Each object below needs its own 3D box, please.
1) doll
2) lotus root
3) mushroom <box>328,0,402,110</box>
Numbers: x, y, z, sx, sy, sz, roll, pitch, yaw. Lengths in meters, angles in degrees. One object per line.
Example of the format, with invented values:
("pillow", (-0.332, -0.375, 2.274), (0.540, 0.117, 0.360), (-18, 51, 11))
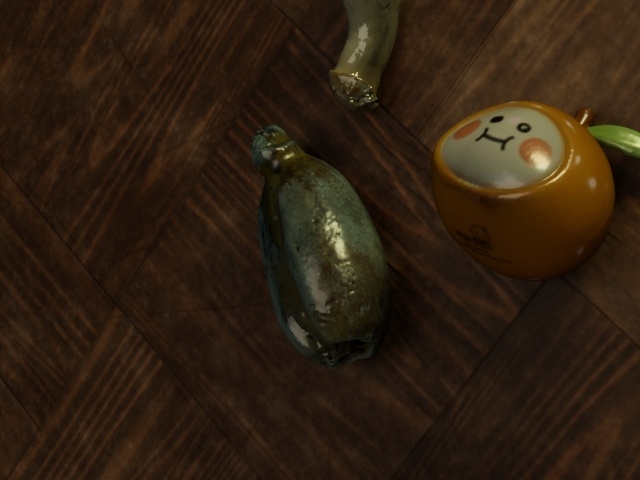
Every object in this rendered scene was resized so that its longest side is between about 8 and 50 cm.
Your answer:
("doll", (0.248, -0.072, 1.582), (0.213, 0.213, 0.236), (35, 64, 31))
("lotus root", (0.000, 0.000, 1.775), (0.158, 0.140, 0.322), (-44, 56, 53))
("mushroom", (0.058, -0.274, 1.765), (0.081, 0.092, 0.223), (16, 107, 37))
